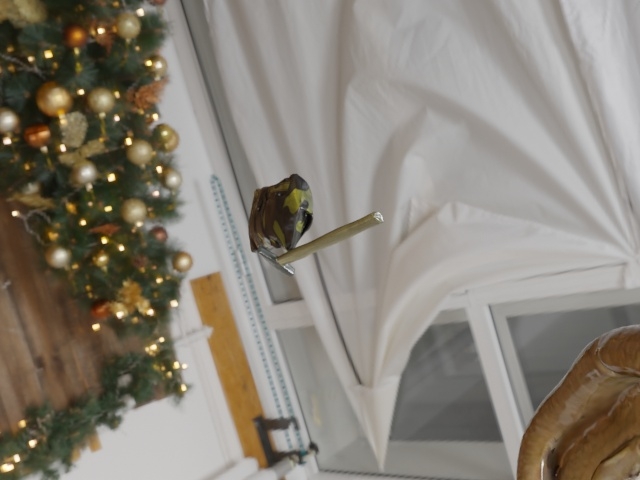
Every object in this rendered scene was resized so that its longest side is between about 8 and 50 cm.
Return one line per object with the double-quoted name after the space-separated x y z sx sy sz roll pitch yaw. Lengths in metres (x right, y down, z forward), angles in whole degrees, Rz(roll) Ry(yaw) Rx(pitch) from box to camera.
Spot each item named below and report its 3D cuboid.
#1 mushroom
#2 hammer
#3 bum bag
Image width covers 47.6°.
0.192 0.111 0.454 0.072 0.094 0.209 -4 138 -28 "mushroom"
0.000 0.000 0.901 0.199 0.062 0.013 -25 -142 44 "hammer"
-0.063 -0.034 1.036 0.060 0.106 0.232 5 178 -17 "bum bag"
